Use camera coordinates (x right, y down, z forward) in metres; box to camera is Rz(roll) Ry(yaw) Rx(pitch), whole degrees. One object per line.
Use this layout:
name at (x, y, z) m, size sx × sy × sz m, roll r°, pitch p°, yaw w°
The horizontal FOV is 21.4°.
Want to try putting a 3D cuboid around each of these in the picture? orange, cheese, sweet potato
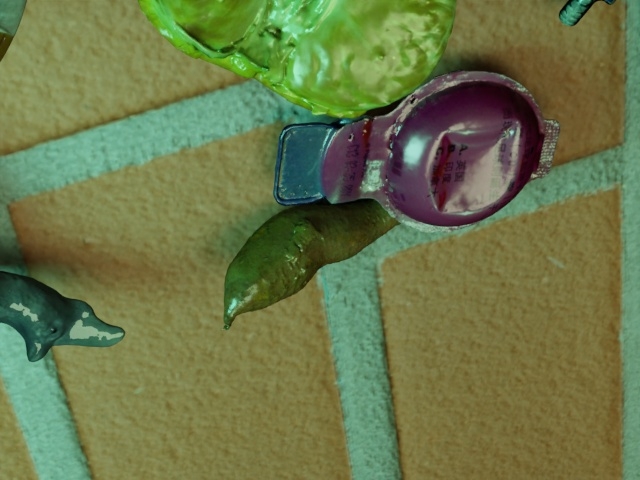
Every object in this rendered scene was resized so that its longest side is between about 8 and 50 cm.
orange at (-0.021, -0.197, 1.151) m, size 0.237 × 0.158 × 0.179 m, roll 21°, pitch 111°, yaw -32°
cheese at (0.080, -0.069, 1.369) m, size 0.244 × 0.062 × 0.155 m, roll -5°, pitch 123°, yaw -18°
sweet potato at (-0.005, -0.004, 1.398) m, size 0.226 × 0.068 × 0.068 m, roll -31°, pitch 137°, yaw -23°

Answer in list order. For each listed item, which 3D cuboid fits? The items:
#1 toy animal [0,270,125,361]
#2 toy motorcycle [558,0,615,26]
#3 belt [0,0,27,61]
toy animal at (-0.324, -0.003, 1.241) m, size 0.206 × 0.081 × 0.367 m, roll -29°, pitch 126°, yaw 7°
toy motorcycle at (0.244, -0.251, 1.207) m, size 0.169 × 0.113 × 0.315 m, roll -49°, pitch 176°, yaw -9°
belt at (-0.267, -0.205, 1.045) m, size 0.184 × 0.105 × 0.261 m, roll -8°, pitch 118°, yaw -33°
